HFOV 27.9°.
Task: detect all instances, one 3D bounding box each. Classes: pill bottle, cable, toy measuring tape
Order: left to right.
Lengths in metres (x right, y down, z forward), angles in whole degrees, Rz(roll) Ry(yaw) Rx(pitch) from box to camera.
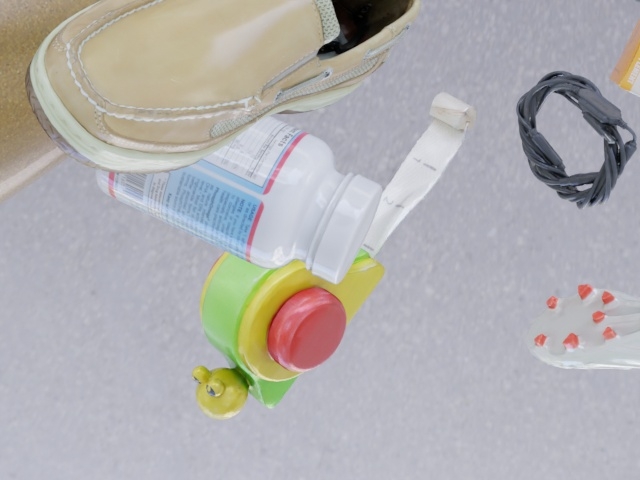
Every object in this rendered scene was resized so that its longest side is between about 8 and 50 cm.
[{"bbox_3d":[-0.048,-0.036,0.780,0.160,0.087,0.087,26,126,8],"label":"pill bottle"},{"bbox_3d":[0.000,0.000,1.022,0.121,0.121,0.330,37,86,-12],"label":"toy measuring tape"},{"bbox_3d":[0.317,-0.128,1.628,0.184,0.047,0.150,44,136,36],"label":"cable"}]

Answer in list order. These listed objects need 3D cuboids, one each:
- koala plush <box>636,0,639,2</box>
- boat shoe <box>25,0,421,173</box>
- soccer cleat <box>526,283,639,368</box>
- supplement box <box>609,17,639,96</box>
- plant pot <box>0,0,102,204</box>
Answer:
[{"bbox_3d":[0.373,-0.306,1.153,0.196,0.203,0.221,44,120,34],"label":"koala plush"},{"bbox_3d":[-0.026,-0.078,0.483,0.072,0.190,0.068,-27,92,37],"label":"boat shoe"},{"bbox_3d":[0.234,0.067,0.904,0.196,0.068,0.076,-14,131,43],"label":"soccer cleat"},{"bbox_3d":[0.189,-0.078,0.580,0.098,0.036,0.062,24,103,0],"label":"supplement box"},{"bbox_3d":[-0.233,-0.083,0.641,0.254,0.237,0.237,-18,123,-12],"label":"plant pot"}]
